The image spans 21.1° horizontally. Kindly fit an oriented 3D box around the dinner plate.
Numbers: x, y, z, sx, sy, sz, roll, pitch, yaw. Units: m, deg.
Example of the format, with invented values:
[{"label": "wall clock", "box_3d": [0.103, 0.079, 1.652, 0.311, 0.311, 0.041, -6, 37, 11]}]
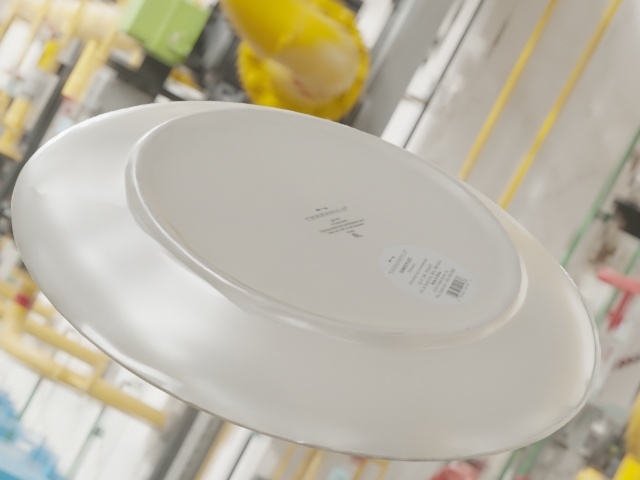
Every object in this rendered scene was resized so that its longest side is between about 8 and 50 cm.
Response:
[{"label": "dinner plate", "box_3d": [0.000, 0.000, 0.397, 0.141, 0.017, 0.141, 15, 31, -9]}]
